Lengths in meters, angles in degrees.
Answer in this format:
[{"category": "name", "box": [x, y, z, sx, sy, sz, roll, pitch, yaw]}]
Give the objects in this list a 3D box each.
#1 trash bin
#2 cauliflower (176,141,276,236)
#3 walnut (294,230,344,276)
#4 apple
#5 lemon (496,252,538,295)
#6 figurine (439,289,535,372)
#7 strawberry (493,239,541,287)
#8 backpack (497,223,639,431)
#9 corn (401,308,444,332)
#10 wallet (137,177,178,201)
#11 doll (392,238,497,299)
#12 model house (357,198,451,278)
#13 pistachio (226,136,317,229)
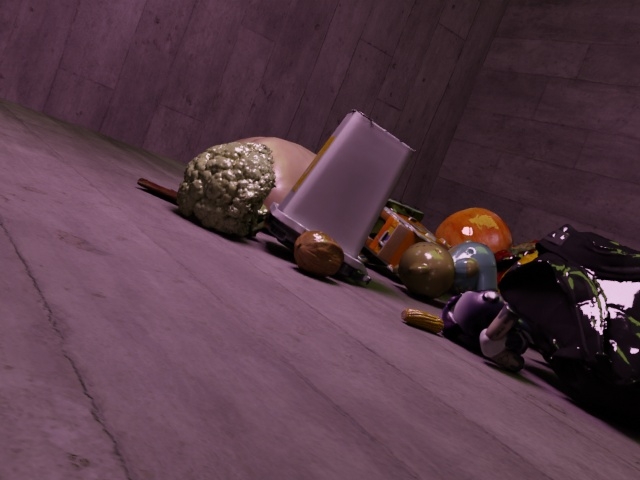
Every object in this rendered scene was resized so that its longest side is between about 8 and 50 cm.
[{"category": "trash bin", "box": [0.070, -0.109, 1.651, 0.295, 0.368, 0.256, 33, 3, -8]}, {"category": "cauliflower", "box": [-0.204, -0.113, 1.633, 0.272, 0.275, 0.250, 5, -40, 37]}, {"category": "walnut", "box": [-0.003, 0.031, 1.484, 0.124, 0.105, 0.105, 20, 6, -28]}, {"category": "apple", "box": [0.531, 0.018, 2.327, 0.286, 0.285, 0.233, 12, 53, -61]}, {"category": "lemon", "box": [0.616, 0.162, 1.818, 0.315, 0.286, 0.285, -12, 20, -24]}, {"category": "figurine", "box": [0.331, 0.175, 1.346, 0.145, 0.146, 0.222, 20, 10, -14]}, {"category": "strawberry", "box": [0.670, 0.155, 2.121, 0.291, 0.310, 0.292, -11, 14, 3]}, {"category": "backpack", "box": [0.558, 0.135, 1.300, 0.445, 0.363, 0.255, 33, -20, 56]}, {"category": "corn", "box": [0.210, 0.163, 1.357, 0.092, 0.037, 0.037, 18, 6, -17]}, {"category": "wallet", "box": [-0.361, -0.108, 1.790, 0.255, 0.031, 0.137, 23, 6, 15]}, {"category": "doll", "box": [0.345, 0.081, 1.840, 0.260, 0.162, 0.177, -3, 0, -14]}, {"category": "model house", "box": [0.303, 0.062, 2.092, 0.313, 0.243, 0.357, 44, 14, 29]}, {"category": "pistachio", "box": [-0.134, -0.171, 2.008, 0.445, 0.282, 0.366, 7, 42, -21]}]
